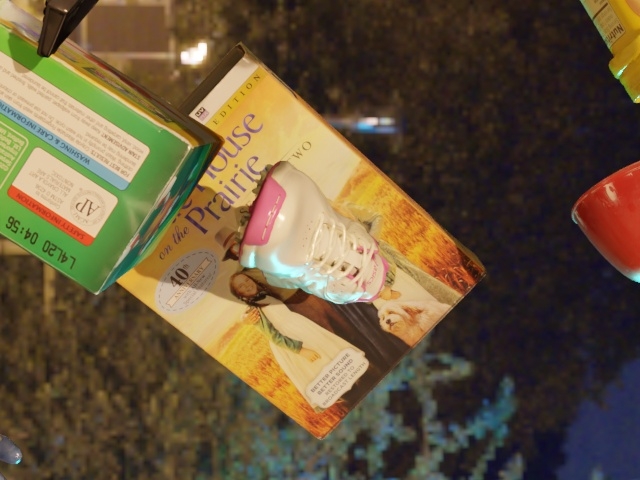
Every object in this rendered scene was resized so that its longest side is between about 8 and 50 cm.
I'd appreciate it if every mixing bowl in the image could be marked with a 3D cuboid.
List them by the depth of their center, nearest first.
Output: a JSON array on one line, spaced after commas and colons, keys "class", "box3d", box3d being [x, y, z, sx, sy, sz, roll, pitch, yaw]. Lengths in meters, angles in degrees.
[{"class": "mixing bowl", "box3d": [0.361, -0.015, 1.440, 0.181, 0.181, 0.098, 105, -30, -65]}]

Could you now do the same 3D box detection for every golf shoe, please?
[{"class": "golf shoe", "box3d": [0.000, 0.000, 1.396, 0.306, 0.140, 0.115, 42, 69, -79]}]

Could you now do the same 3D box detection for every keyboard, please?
[{"class": "keyboard", "box3d": [-0.158, -0.225, 1.066, 0.180, 0.023, 0.108, -58, -173, -31]}]

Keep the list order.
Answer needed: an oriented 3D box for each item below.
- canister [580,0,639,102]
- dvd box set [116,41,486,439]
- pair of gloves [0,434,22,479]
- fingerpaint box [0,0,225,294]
[{"class": "canister", "box3d": [0.166, -0.170, 0.692, 0.170, 0.126, 0.073, 61, -19, 8]}, {"class": "dvd box set", "box3d": [-0.046, 0.012, 1.671, 0.307, 0.420, 0.062, -45, -156, 7]}, {"class": "pair of gloves", "box3d": [-0.314, 0.188, 0.990, 0.159, 0.198, 0.023, 22, -44, 56]}, {"class": "fingerpaint box", "box3d": [-0.328, -0.147, 1.313, 0.163, 0.445, 0.371, -57, -177, 5]}]
